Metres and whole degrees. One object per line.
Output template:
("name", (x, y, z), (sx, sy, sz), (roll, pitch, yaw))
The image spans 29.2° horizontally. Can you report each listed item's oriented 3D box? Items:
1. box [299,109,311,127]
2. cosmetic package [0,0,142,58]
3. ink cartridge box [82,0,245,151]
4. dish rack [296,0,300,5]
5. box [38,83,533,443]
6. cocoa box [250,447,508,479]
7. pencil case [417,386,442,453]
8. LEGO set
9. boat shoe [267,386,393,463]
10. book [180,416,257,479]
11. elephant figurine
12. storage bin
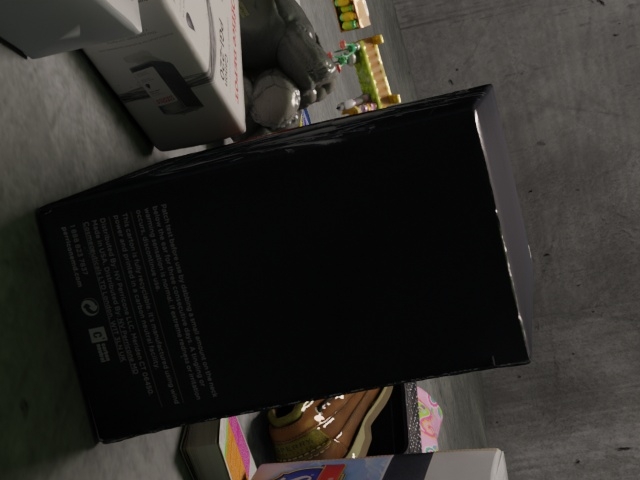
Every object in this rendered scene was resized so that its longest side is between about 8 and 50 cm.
("box", (-0.045, -0.105, 1.496), (0.054, 0.059, 0.169), (71, 14, -45))
("cosmetic package", (-0.224, -0.337, 0.767), (0.284, 0.097, 0.377), (38, 42, -77))
("ink cartridge box", (-0.140, -0.199, 1.047), (0.218, 0.092, 0.159), (62, 20, -60))
("dish rack", (-0.072, -0.345, 1.578), (0.285, 0.072, 0.333), (34, 45, -73))
("box", (0.000, 0.000, 0.979), (0.343, 0.312, 0.179), (-47, 125, -76))
("cocoa box", (0.030, 0.336, 0.949), (0.347, 0.227, 0.231), (-48, 131, -71))
("pencil case", (0.111, 0.318, 1.719), (0.284, 0.124, 0.124), (-81, 157, -60))
("LEGO set", (0.029, -0.182, 1.639), (0.132, 0.107, 0.287), (49, -29, 40))
("boat shoe", (0.008, 0.161, 1.368), (0.104, 0.110, 0.307), (60, 13, -15))
("book", (-0.082, 0.202, 1.096), (0.096, 0.035, 0.144), (-85, 162, -56))
("elephant figurine", (-0.066, -0.159, 1.299), (0.169, 0.186, 0.239), (37, -8, 10))
("storage bin", (0.056, 0.218, 1.516), (0.084, 0.122, 0.180), (65, 18, -49))
